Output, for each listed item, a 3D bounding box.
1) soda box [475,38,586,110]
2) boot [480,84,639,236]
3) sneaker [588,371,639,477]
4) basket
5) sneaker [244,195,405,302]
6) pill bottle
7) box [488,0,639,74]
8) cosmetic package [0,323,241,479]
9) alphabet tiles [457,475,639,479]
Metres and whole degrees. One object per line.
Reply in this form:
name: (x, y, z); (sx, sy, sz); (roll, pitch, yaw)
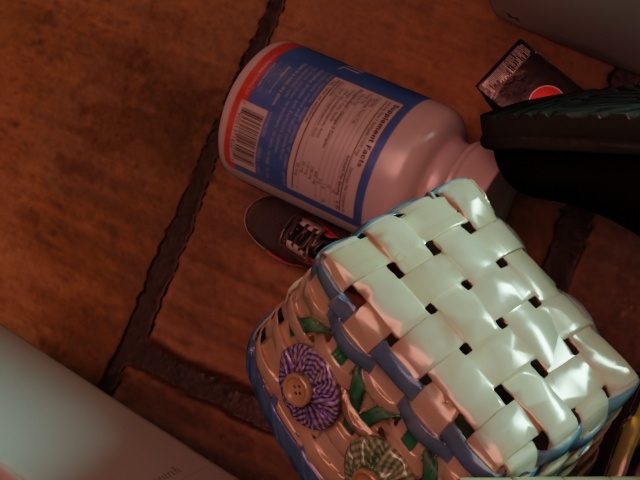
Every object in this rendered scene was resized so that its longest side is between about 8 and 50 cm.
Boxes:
soda box: (0.202, -0.081, 0.874); (0.053, 0.060, 0.169); (-47, 69, 6)
boot: (0.255, 0.039, 0.741); (0.348, 0.131, 0.260); (13, 110, 38)
sneaker: (0.231, 0.206, 0.792); (0.097, 0.084, 0.235); (14, 84, 19)
basket: (0.064, 0.112, 0.785); (0.201, 0.289, 0.255); (-30, 67, -24)
sneaker: (0.000, 0.000, 0.927); (0.158, 0.065, 0.061); (25, 88, 22)
pill bottle: (0.040, -0.066, 0.896); (0.221, 0.124, 0.124); (26, 88, 22)
box: (0.257, -0.323, 0.821); (0.168, 0.215, 0.345); (28, 90, 22)
cosmetic package: (-0.167, 0.271, 0.844); (0.453, 0.161, 0.230); (27, 108, 24)
alphabet tiles: (0.113, 0.241, 0.690); (0.009, 0.198, 0.237); (46, 121, 49)
